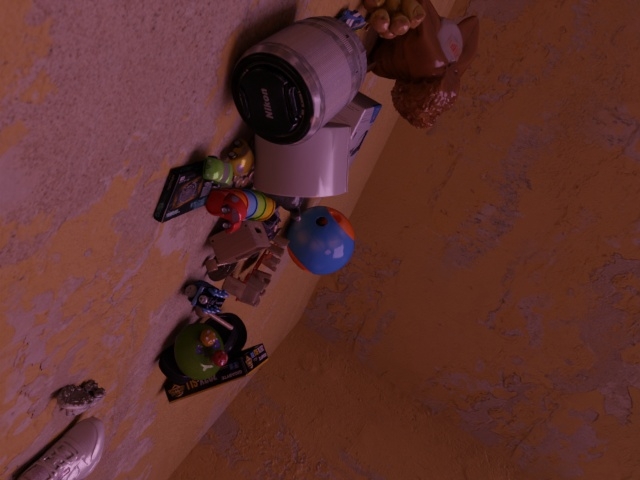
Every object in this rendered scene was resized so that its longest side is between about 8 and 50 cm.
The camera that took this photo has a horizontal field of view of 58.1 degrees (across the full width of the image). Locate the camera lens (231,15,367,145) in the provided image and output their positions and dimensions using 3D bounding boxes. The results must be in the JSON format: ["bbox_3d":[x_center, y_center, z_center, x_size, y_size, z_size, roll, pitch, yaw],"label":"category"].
[{"bbox_3d":[-0.044,-0.352,1.261,0.274,0.219,0.219,-49,167,-43],"label":"camera lens"}]

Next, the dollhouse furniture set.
[{"bbox_3d":[-0.248,0.118,2.128,0.262,0.135,0.259,-63,-179,29],"label":"dollhouse furniture set"}]

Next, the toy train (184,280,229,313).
[{"bbox_3d":[-0.346,0.168,1.731,0.080,0.105,0.184,-62,171,-3],"label":"toy train"}]

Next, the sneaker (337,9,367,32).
[{"bbox_3d":[0.063,-0.592,1.573,0.144,0.059,0.053,-30,-174,-38],"label":"sneaker"}]

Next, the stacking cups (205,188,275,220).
[{"bbox_3d":[-0.227,-0.096,1.583,0.096,0.096,0.316,-60,166,12],"label":"stacking cups"}]

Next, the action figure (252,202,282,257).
[{"bbox_3d":[-0.187,-0.053,1.891,0.185,0.099,0.285,-61,177,-31],"label":"action figure"}]

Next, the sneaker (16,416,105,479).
[{"bbox_3d":[-0.653,0.572,1.424,0.305,0.114,0.152,-53,171,-27],"label":"sneaker"}]

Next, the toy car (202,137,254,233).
[{"bbox_3d":[-0.210,-0.142,1.343,0.225,0.053,0.239,31,66,-78],"label":"toy car"}]

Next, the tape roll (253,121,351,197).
[{"bbox_3d":[-0.048,-0.215,1.463,0.246,0.246,0.169,-36,130,-66],"label":"tape roll"}]

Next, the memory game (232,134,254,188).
[{"bbox_3d":[-0.186,-0.222,1.581,0.186,0.012,0.186,-56,170,-15],"label":"memory game"}]

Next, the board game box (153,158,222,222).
[{"bbox_3d":[-0.297,-0.117,1.309,0.126,0.026,0.186,-62,170,23],"label":"board game box"}]

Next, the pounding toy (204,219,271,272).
[{"bbox_3d":[-0.262,0.015,1.701,0.206,0.094,0.181,-24,175,12],"label":"pounding toy"}]

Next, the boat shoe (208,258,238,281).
[{"bbox_3d":[-0.284,0.053,1.806,0.178,0.064,0.060,-51,-167,-1],"label":"boat shoe"}]

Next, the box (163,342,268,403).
[{"bbox_3d":[-0.381,0.488,2.140,0.322,0.079,0.257,-21,176,10],"label":"box"}]

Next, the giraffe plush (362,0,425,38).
[{"bbox_3d":[0.201,-0.685,1.744,0.170,0.181,0.210,126,-35,-72],"label":"giraffe plush"}]

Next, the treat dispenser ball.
[{"bbox_3d":[0.000,0.000,2.406,0.288,0.288,0.288,-55,170,-14],"label":"treat dispenser ball"}]

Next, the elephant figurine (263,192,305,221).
[{"bbox_3d":[-0.067,-0.219,1.671,0.239,0.186,0.169,-49,-161,14],"label":"elephant figurine"}]

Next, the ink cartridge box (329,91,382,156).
[{"bbox_3d":[0.074,-0.372,2.072,0.307,0.129,0.223,-62,170,25],"label":"ink cartridge box"}]

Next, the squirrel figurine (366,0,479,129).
[{"bbox_3d":[0.309,-0.580,1.961,0.281,0.370,0.397,-5,95,-36],"label":"squirrel figurine"}]

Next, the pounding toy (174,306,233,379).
[{"bbox_3d":[-0.348,0.322,1.837,0.110,0.183,0.237,-19,-139,39],"label":"pounding toy"}]

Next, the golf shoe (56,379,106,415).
[{"bbox_3d":[-0.582,0.392,1.376,0.086,0.069,0.176,-51,169,-3],"label":"golf shoe"}]

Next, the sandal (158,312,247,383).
[{"bbox_3d":[-0.369,0.345,1.982,0.107,0.167,0.446,-58,171,24],"label":"sandal"}]
